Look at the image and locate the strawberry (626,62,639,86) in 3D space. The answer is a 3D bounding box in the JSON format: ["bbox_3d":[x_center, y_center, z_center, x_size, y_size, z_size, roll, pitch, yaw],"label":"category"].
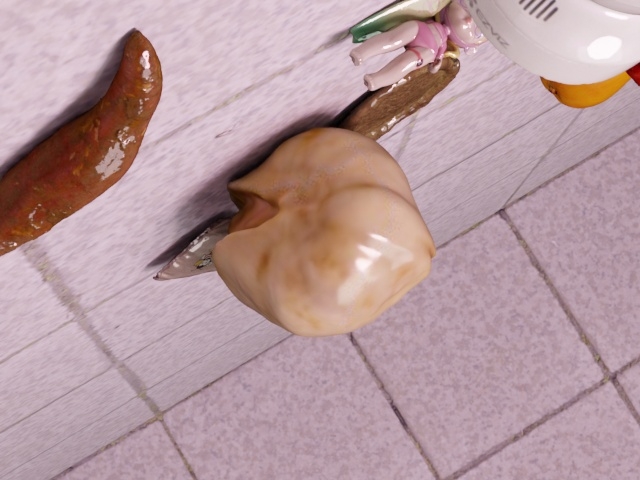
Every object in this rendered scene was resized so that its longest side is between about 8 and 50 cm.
[{"bbox_3d":[0.442,-0.264,1.360,0.292,0.292,0.310,-37,-165,32],"label":"strawberry"}]

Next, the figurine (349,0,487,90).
[{"bbox_3d":[0.098,-0.194,1.192,0.187,0.083,0.083,-34,173,-30],"label":"figurine"}]

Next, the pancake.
[{"bbox_3d":[0.083,-0.156,1.482,0.199,0.021,0.199,-32,172,-5],"label":"pancake"}]

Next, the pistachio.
[{"bbox_3d":[0.000,0.000,1.415,0.321,0.238,0.229,150,-41,-68],"label":"pistachio"}]

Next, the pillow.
[{"bbox_3d":[-0.116,0.006,1.631,0.130,0.038,0.232,-39,167,24],"label":"pillow"}]

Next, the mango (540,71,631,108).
[{"bbox_3d":[0.372,-0.263,1.625,0.145,0.112,0.219,-19,153,-54],"label":"mango"}]

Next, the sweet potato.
[{"bbox_3d":[-0.186,-0.065,0.967,0.255,0.058,0.078,-41,147,28],"label":"sweet potato"}]

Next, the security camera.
[{"bbox_3d":[0.228,-0.247,0.941,0.194,0.194,0.236,-27,170,-28],"label":"security camera"}]
